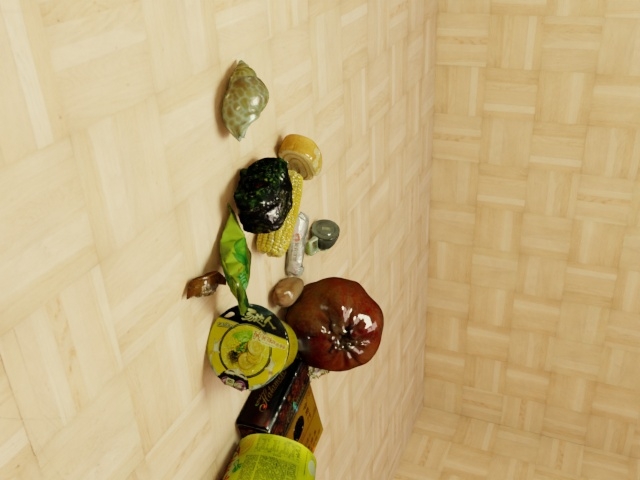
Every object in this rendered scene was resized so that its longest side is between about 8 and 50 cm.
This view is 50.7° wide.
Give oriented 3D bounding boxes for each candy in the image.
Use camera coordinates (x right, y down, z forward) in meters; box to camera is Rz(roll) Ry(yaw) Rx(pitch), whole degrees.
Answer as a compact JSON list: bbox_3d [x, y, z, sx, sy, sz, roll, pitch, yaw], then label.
[{"bbox_3d":[-0.209,0.047,1.652,0.149,0.069,0.246,83,5,-56],"label":"candy"}]

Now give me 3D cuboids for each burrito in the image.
[{"bbox_3d":[-0.069,0.011,2.038,0.064,0.064,0.203,-12,108,-67],"label":"burrito"}]

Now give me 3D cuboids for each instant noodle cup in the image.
[{"bbox_3d":[-0.156,0.277,1.756,0.236,0.215,0.215,36,65,-74],"label":"instant noodle cup"},{"bbox_3d":[-0.145,0.687,1.845,0.311,0.311,0.221,78,21,-43],"label":"instant noodle cup"}]

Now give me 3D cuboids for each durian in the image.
[{"bbox_3d":[-0.026,0.389,2.197,0.102,0.146,0.208,-45,-155,37],"label":"durian"}]

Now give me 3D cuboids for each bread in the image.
[{"bbox_3d":[-0.055,-0.226,1.885,0.073,0.122,0.149,-66,154,-25],"label":"bread"}]

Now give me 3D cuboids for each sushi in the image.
[{"bbox_3d":[-0.139,-0.121,1.688,0.225,0.124,0.127,-75,158,-52],"label":"sushi"},{"bbox_3d":[-0.270,0.106,1.580,0.120,0.052,0.055,-25,107,-70],"label":"sushi"}]

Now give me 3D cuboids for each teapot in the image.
[{"bbox_3d":[-0.002,-0.006,2.196,0.091,0.124,0.092,100,-26,-45],"label":"teapot"}]

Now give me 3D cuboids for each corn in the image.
[{"bbox_3d":[-0.108,-0.072,1.853,0.093,0.093,0.244,47,56,-64],"label":"corn"}]

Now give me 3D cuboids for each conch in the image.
[{"bbox_3d":[-0.179,-0.320,1.566,0.116,0.106,0.173,-74,-173,-77],"label":"conch"}]

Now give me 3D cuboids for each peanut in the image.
[{"bbox_3d":[-0.095,0.148,2.005,0.152,0.076,0.076,-42,137,-64],"label":"peanut"}]

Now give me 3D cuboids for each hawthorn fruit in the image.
[{"bbox_3d":[0.036,0.244,2.074,0.325,0.308,0.308,-121,-162,-50],"label":"hawthorn fruit"}]

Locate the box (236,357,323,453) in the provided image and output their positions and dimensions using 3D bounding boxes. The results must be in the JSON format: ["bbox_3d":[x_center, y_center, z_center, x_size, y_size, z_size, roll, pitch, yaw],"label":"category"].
[{"bbox_3d":[-0.114,0.572,2.078,0.415,0.116,0.264,79,30,-43],"label":"box"}]
